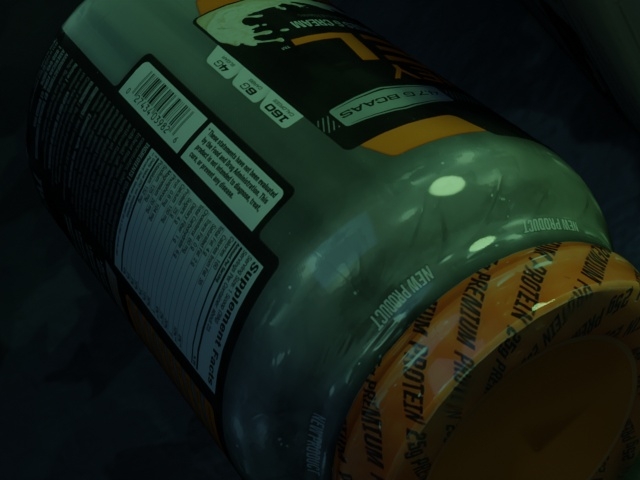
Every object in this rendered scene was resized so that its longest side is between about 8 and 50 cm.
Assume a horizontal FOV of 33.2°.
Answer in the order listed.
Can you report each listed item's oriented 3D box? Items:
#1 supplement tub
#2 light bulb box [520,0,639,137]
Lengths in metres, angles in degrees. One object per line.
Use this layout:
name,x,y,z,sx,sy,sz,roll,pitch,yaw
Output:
supplement tub,0.000,0.000,0.511,0.193,0.193,0.316,-45,48,-1
light bulb box,0.210,-0.288,0.542,0.358,0.225,0.361,-36,48,9
